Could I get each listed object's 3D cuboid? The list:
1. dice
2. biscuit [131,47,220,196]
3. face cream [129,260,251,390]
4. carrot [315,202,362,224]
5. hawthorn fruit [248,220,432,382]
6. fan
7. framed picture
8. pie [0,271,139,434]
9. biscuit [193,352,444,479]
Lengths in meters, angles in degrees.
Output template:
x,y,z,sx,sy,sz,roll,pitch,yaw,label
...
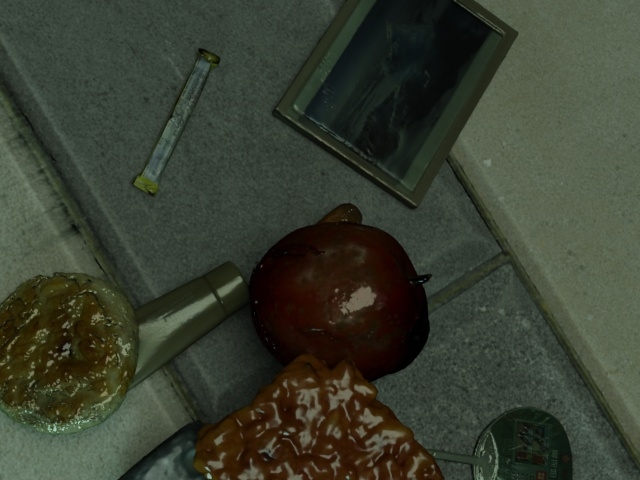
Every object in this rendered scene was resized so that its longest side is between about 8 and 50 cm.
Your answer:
x,y,z,sx,sy,sz,roll,pitch,yaw,label
-0.216,0.408,1.812,0.183,0.181,0.182,-38,87,-24,dice
-0.252,-0.214,2.028,0.048,0.026,0.292,28,72,-13,biscuit
-0.275,0.154,1.915,0.341,0.084,0.137,-31,91,-14,face cream
0.000,0.000,2.040,0.186,0.060,0.060,-39,91,-19,carrot
0.033,0.115,1.904,0.316,0.316,0.316,4,76,-16,hawthorn fruit
0.342,0.385,2.078,0.294,0.012,0.223,39,70,-6,fan
0.154,-0.323,2.175,0.326,0.028,0.446,33,70,-7,framed picture
-0.416,0.178,1.844,0.274,0.055,0.274,0,70,1,pie
-0.008,0.349,1.728,0.312,0.110,0.318,-37,83,-17,biscuit
